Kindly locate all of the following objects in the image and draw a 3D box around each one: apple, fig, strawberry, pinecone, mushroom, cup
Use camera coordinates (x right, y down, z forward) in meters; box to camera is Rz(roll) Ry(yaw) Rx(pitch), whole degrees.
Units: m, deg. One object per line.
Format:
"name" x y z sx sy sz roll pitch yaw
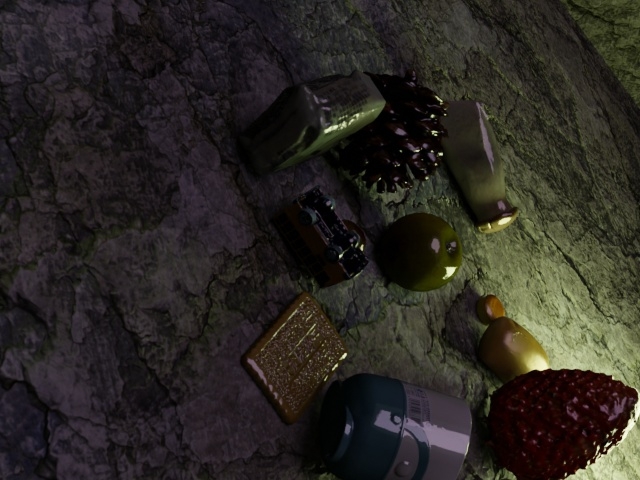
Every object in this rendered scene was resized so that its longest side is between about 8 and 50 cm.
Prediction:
"apple" 0.241 0.026 2.042 0.196 0.157 0.196 18 66 -46
"fig" 0.052 0.006 1.919 0.098 0.082 0.084 -41 125 -15
"strawberry" 0.567 0.432 2.041 0.292 0.343 0.292 19 60 -37
"pinecone" 0.156 -0.249 2.002 0.242 0.298 0.296 -13 113 -28
"mushroom" 0.421 -0.220 2.371 0.407 0.154 0.137 64 -1 -4
"cup" 0.136 0.366 1.699 0.257 0.219 0.290 19 17 -13

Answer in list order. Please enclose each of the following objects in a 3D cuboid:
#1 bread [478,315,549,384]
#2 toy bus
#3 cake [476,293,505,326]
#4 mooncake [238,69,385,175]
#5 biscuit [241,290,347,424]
"bread" 0.501 0.295 2.210 0.217 0.098 0.147 39 72 -24
"toy bus" 0.000 0.000 1.824 0.201 0.114 0.098 56 40 -2
"cake" 0.445 0.183 2.267 0.084 0.044 0.084 22 55 -36
"mooncake" -0.023 -0.255 1.825 0.254 0.250 0.136 -26 84 -48
"biscuit" -0.041 0.227 1.729 0.172 0.029 0.254 55 40 -10
